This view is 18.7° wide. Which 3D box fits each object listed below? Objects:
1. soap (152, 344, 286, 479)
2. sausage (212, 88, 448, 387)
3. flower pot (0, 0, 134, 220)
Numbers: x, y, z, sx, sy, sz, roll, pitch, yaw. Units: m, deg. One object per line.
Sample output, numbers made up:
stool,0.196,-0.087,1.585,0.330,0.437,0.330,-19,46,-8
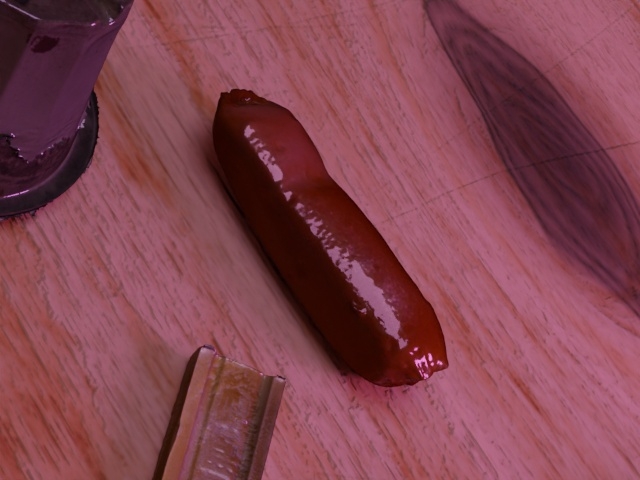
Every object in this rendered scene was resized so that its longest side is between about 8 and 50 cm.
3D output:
soap,-0.100,0.212,1.727,0.092,0.037,0.252,25,51,-12
sausage,-0.001,0.000,1.894,0.097,0.094,0.348,-17,67,-52
flower pot,-0.292,-0.191,1.741,0.290,0.259,0.290,15,54,-22
